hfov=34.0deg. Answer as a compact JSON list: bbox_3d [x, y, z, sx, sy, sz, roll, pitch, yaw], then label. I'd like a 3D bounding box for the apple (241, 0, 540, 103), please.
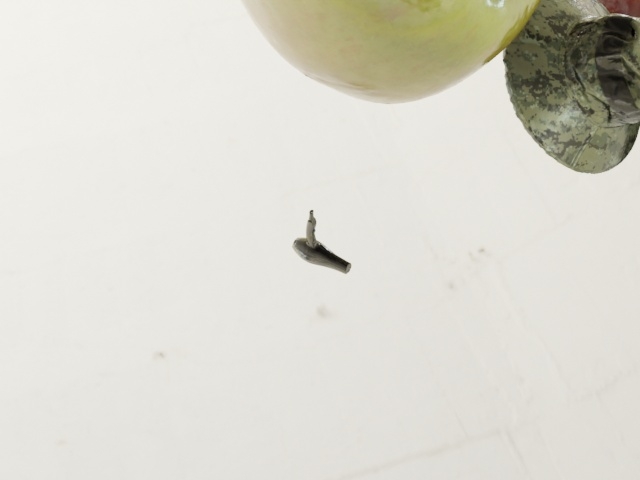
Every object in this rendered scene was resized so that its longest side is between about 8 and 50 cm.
[{"bbox_3d":[0.078,-0.309,1.031,0.338,0.338,0.305,-46,-150,-20],"label":"apple"}]

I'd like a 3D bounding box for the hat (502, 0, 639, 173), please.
[{"bbox_3d":[0.360,-0.209,1.287,0.128,0.265,0.265,-5,-137,51],"label":"hat"}]

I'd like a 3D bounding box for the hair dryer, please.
[{"bbox_3d":[0.000,0.000,1.255,0.079,0.083,0.031,23,-127,24],"label":"hair dryer"}]

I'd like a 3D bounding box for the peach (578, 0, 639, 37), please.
[{"bbox_3d":[0.511,-0.446,1.719,0.257,0.201,0.362,-31,-94,-4],"label":"peach"}]
